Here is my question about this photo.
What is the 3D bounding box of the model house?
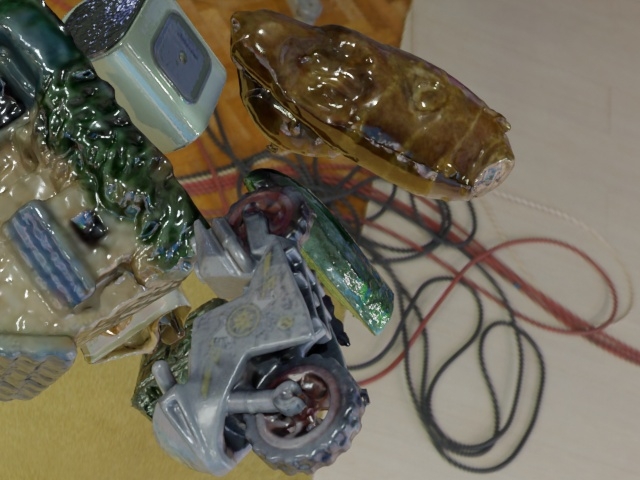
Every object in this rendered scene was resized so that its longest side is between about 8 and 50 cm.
[{"bbox_3d":[-0.434,-0.016,1.042,0.400,0.395,0.445,-37,94,-28],"label":"model house"}]

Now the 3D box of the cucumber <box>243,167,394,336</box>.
[{"bbox_3d":[0.000,0.000,1.023,0.063,0.115,0.244,-44,122,-6],"label":"cucumber"}]

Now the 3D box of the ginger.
[{"bbox_3d":[0.061,-0.175,1.190,0.418,0.254,0.176,23,78,-4],"label":"ginger"}]

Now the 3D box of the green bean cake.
[{"bbox_3d":[-0.263,0.253,1.767,0.241,0.255,0.132,-35,107,10],"label":"green bean cake"}]

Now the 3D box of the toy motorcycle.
[{"bbox_3d":[-0.044,0.056,0.519,0.122,0.080,0.215,-24,44,8],"label":"toy motorcycle"}]

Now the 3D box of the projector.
[{"bbox_3d":[-0.365,-0.330,1.672,0.248,0.249,0.248,-8,48,29],"label":"projector"}]

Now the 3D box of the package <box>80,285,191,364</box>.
[{"bbox_3d":[-0.346,0.040,1.533,0.311,0.221,0.165,60,17,18],"label":"package"}]
